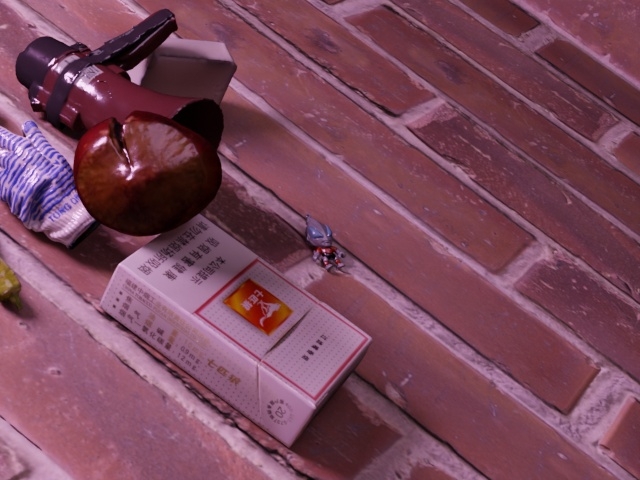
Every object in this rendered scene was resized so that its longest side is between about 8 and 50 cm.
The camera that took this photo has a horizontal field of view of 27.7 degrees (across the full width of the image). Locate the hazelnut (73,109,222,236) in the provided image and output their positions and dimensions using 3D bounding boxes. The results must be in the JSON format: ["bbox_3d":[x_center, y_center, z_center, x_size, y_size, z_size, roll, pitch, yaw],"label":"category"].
[{"bbox_3d":[-0.238,-0.090,1.809,0.204,0.178,0.178,-10,37,3],"label":"hazelnut"}]

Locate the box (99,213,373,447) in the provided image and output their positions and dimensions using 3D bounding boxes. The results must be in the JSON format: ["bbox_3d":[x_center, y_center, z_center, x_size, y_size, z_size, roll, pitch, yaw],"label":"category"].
[{"bbox_3d":[-0.113,0.116,1.813,0.330,0.095,0.210,37,33,7],"label":"box"}]

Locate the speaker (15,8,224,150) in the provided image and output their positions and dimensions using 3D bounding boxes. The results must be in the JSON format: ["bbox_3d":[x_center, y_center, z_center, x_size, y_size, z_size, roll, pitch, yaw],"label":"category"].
[{"bbox_3d":[-0.300,-0.245,2.030,0.329,0.259,0.198,40,4,21],"label":"speaker"}]

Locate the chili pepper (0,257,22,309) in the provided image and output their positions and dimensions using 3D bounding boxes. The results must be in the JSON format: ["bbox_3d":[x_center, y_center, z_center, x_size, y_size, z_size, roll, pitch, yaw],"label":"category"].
[{"bbox_3d":[-0.446,0.012,1.739,0.049,0.043,0.208,-8,47,-28],"label":"chili pepper"}]

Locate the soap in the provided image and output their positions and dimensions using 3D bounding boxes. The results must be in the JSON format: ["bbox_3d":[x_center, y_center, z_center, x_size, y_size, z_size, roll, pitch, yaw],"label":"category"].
[{"bbox_3d":[-0.242,-0.283,2.230,0.183,0.121,0.064,-2,44,-41],"label":"soap"}]

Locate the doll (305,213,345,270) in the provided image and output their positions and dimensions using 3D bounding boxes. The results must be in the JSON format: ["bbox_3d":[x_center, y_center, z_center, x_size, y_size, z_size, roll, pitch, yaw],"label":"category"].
[{"bbox_3d":[0.000,-0.001,2.114,0.057,0.039,0.114,-22,64,-11],"label":"doll"}]

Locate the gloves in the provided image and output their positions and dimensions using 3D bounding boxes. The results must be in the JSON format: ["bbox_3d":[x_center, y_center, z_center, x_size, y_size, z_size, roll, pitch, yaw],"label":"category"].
[{"bbox_3d":[-0.404,-0.085,1.845,0.229,0.097,0.119,41,71,12],"label":"gloves"}]
